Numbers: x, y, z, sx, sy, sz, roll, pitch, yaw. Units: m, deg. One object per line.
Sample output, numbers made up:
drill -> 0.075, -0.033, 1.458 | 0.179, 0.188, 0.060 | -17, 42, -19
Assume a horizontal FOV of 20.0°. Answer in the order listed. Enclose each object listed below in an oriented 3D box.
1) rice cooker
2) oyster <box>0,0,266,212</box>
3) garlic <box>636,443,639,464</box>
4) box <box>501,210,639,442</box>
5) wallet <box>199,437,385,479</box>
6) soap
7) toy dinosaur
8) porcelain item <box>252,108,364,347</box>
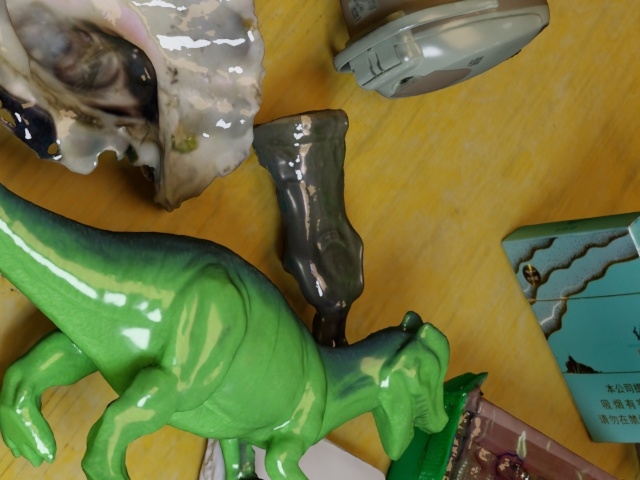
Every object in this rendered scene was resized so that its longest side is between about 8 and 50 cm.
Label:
rice cooker -> 0.105, -0.198, 1.594 | 0.206, 0.145, 0.127 | -10, 80, -37
oyster -> -0.177, -0.164, 1.379 | 0.351, 0.114, 0.238 | 16, 84, -33
garlic -> 0.367, 0.232, 1.791 | 0.087, 0.101, 0.196 | -31, 105, -36
box -> 0.278, 0.085, 1.694 | 0.041, 0.162, 0.229 | -38, 109, -37
wallet -> -0.022, 0.201, 1.513 | 0.190, 0.033, 0.095 | 35, 63, -32
soap -> 0.180, 0.264, 1.634 | 0.273, 0.098, 0.218 | 31, 66, -33
toy dinosaur -> -0.081, 0.007, 1.354 | 0.374, 0.144, 0.500 | -27, 115, -29
porcelain item -> 0.000, 0.000, 1.530 | 0.081, 0.069, 0.216 | -11, 92, -52
